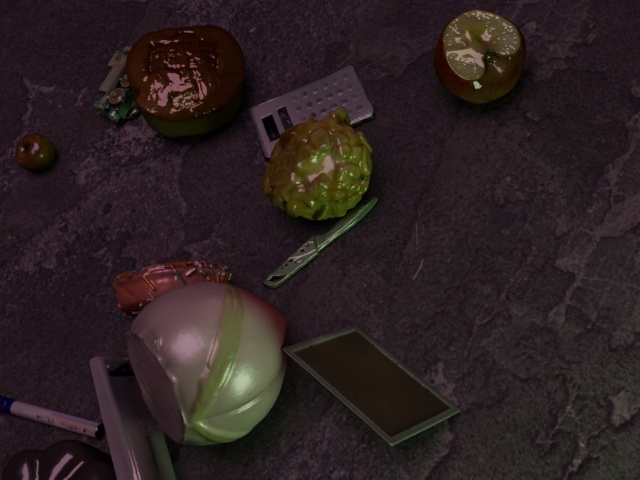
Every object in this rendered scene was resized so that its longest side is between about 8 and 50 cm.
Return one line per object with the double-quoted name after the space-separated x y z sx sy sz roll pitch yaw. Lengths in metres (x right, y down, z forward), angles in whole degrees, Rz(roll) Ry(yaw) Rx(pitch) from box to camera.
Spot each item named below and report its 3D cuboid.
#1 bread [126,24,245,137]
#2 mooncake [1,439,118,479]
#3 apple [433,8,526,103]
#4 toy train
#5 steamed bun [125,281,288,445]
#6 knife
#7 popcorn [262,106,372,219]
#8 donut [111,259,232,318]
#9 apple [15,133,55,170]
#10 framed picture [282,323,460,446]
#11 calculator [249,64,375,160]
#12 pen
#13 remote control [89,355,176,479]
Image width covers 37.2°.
-0.298 -0.361 2.118 0.270 0.148 0.270 0 64 0 "bread"
-0.462 0.507 1.697 0.306 0.154 0.306 -6 61 10 "mooncake"
0.330 -0.371 1.953 0.195 0.160 0.173 -40 55 -6 "apple"
-0.461 -0.365 2.234 0.125 0.081 0.194 15 67 34 "toy train"
-0.178 0.204 1.715 0.309 0.309 0.309 -7 60 12 "steamed bun"
0.000 0.001 1.923 0.293 0.020 0.043 -40 61 -7 "knife"
-0.007 -0.150 1.910 0.235 0.181 0.217 -23 61 39 "popcorn"
-0.295 0.097 1.857 0.233 0.199 0.085 -11 77 12 "donut"
-0.660 -0.203 2.198 0.089 0.074 0.089 -8 61 14 "apple"
0.089 0.250 1.678 0.274 0.217 0.017 39 121 31 "framed picture"
-0.024 -0.280 2.088 0.261 0.021 0.161 -23 57 2 "calculator"
-0.545 0.348 1.879 0.269 0.033 0.033 11 65 20 "pen"
-0.333 0.340 1.732 0.055 0.109 0.313 -49 50 37 "remote control"
